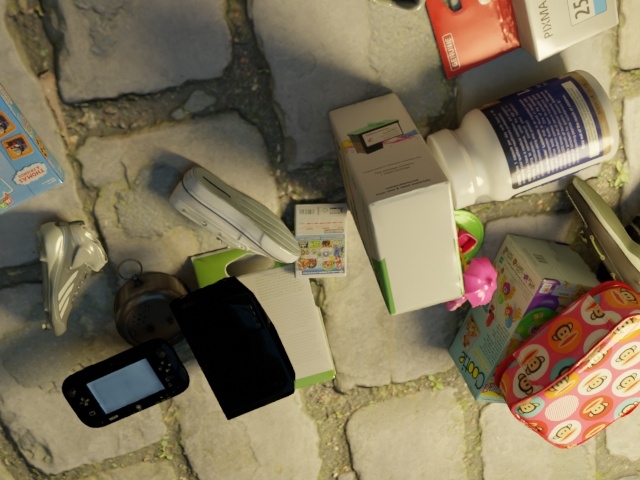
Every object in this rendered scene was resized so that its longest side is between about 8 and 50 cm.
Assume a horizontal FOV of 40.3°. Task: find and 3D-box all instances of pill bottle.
[{"bbox_3d":[0.309,-0.151,1.353,0.264,0.153,0.153,-21,126,-2],"label":"pill bottle"}]

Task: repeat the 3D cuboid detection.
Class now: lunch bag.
[{"bbox_3d":[0.475,0.228,1.500,0.293,0.120,0.258,-42,126,16],"label":"lunch bag"}]

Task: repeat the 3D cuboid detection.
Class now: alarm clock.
[{"bbox_3d":[-0.277,0.106,1.417,0.129,0.064,0.192,-23,123,0],"label":"alarm clock"}]

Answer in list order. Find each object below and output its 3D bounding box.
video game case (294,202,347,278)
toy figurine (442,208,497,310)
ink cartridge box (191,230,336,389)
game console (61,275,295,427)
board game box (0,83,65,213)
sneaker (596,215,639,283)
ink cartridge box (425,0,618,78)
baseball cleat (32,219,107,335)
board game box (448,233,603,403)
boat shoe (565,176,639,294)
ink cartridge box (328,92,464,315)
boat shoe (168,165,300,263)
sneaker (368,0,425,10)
[{"bbox_3d":[0.000,0.000,1.424,0.087,0.011,0.122,-2,99,-15],"label":"video game case"},{"bbox_3d":[0.227,0.057,1.467,0.130,0.159,0.173,32,110,-31],"label":"toy figurine"},{"bbox_3d":[-0.097,0.128,1.472,0.188,0.097,0.255,-14,92,-6],"label":"ink cartridge box"},{"bbox_3d":[-0.234,0.212,1.391,0.361,0.044,0.213,-24,101,9],"label":"game console"},{"bbox_3d":[-0.482,-0.132,1.207,0.160,0.039,0.211,-26,126,2],"label":"board game box"},{"bbox_3d":[0.634,0.010,1.562,0.162,0.106,0.281,27,114,-9],"label":"sneaker"},{"bbox_3d":[0.274,-0.392,1.235,0.261,0.066,0.296,-25,126,0],"label":"ink cartridge box"},{"bbox_3d":[-0.383,0.062,1.349,0.109,0.072,0.206,-7,129,-19],"label":"baseball cleat"},{"bbox_3d":[0.368,0.148,1.579,0.142,0.144,0.275,9,121,-22],"label":"board game box"},{"bbox_3d":[0.488,-0.004,1.498,0.068,0.228,0.081,-41,170,32],"label":"boat shoe"},{"bbox_3d":[0.107,-0.061,1.281,0.117,0.278,0.201,-16,126,-2],"label":"ink cartridge box"},{"bbox_3d":[-0.134,-0.028,1.365,0.226,0.083,0.076,39,117,-21],"label":"boat shoe"},{"bbox_3d":[0.049,-0.369,1.152,0.232,0.115,0.090,13,119,-23],"label":"sneaker"}]
